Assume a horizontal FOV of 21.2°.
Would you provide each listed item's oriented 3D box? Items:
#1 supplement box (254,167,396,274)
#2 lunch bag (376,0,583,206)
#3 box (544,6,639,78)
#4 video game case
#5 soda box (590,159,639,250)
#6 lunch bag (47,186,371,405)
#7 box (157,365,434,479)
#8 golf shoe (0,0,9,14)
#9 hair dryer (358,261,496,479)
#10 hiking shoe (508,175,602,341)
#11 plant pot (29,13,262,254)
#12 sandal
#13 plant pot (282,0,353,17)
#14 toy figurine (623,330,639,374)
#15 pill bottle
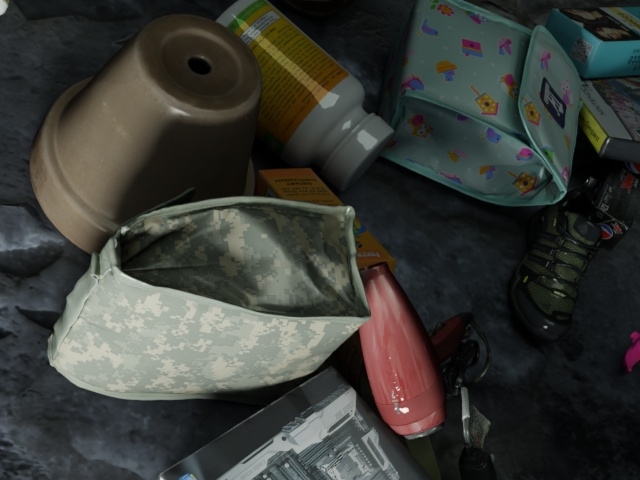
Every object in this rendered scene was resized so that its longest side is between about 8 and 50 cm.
[{"bbox_3d":[0.000,0.000,1.957,0.078,0.080,0.233,-3,31,-28],"label":"supplement box"},{"bbox_3d":[0.215,-0.178,2.205,0.262,0.160,0.223,20,48,-8],"label":"lunch bag"},{"bbox_3d":[0.428,-0.284,2.424,0.244,0.060,0.100,-8,39,-42],"label":"box"},{"bbox_3d":[0.460,-0.176,2.364,0.274,0.035,0.248,7,32,-23],"label":"video game case"},{"bbox_3d":[0.401,-0.068,2.295,0.060,0.053,0.169,32,48,-2],"label":"soda box"},{"bbox_3d":[-0.130,0.061,1.801,0.287,0.235,0.169,4,60,-25],"label":"lunch bag"},{"bbox_3d":[0.014,0.310,1.761,0.242,0.076,0.307,-29,67,-31],"label":"box"},{"bbox_3d":[-0.462,-0.292,2.021,0.186,0.067,0.086,16,82,-22],"label":"golf shoe"},{"bbox_3d":[0.109,0.129,1.887,0.293,0.080,0.224,54,26,-41],"label":"hair dryer"},{"bbox_3d":[0.299,0.019,2.137,0.086,0.114,0.227,22,49,-11],"label":"hiking shoe"},{"bbox_3d":[-0.175,-0.131,1.928,0.263,0.229,0.263,13,51,-17],"label":"plant pot"},{"bbox_3d":[0.067,0.157,1.932,0.120,0.086,0.303,-10,62,-33],"label":"sandal"},{"bbox_3d":[0.022,-0.419,2.282,0.215,0.215,0.230,28,62,-6],"label":"plant pot"},{"bbox_3d":[0.443,0.178,2.109,0.173,0.130,0.159,25,35,-39],"label":"toy figurine"},{"bbox_3d":[-0.033,-0.176,2.096,0.245,0.136,0.136,42,48,6],"label":"pill bottle"}]
